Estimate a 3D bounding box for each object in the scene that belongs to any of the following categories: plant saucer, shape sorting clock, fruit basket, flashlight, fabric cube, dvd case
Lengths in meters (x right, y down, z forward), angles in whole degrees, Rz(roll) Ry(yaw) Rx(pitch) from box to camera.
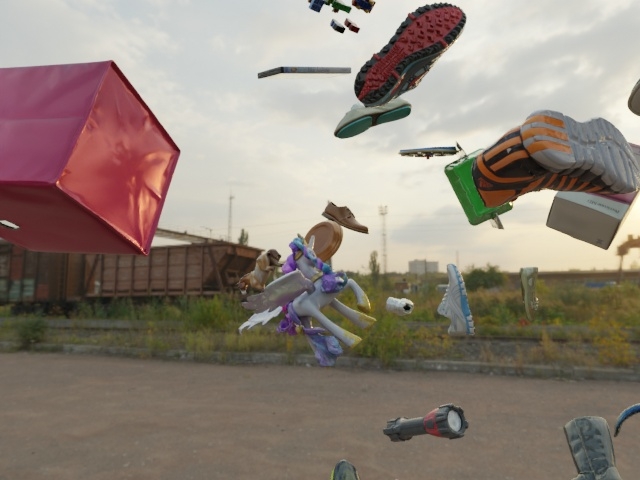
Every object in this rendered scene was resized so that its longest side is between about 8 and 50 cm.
[{"bbox_3d":[0.000,0.000,1.727,0.199,0.200,0.037,-6,-34,40],"label":"plant saucer"},{"bbox_3d":[0.373,-0.301,1.506,0.206,0.040,0.206,-4,10,1],"label":"shape sorting clock"},{"bbox_3d":[0.563,-0.192,1.533,0.165,0.327,0.353,-27,-5,22],"label":"fruit basket"},{"bbox_3d":[0.344,0.612,1.436,0.103,0.103,0.304,-44,0,-40],"label":"flashlight"},{"bbox_3d":[-0.455,-0.135,0.789,0.258,0.259,0.254,3,-26,12],"label":"fabric cube"},{"bbox_3d":[-0.053,-0.538,1.396,0.253,0.022,0.180,-12,19,-29],"label":"dvd case"}]

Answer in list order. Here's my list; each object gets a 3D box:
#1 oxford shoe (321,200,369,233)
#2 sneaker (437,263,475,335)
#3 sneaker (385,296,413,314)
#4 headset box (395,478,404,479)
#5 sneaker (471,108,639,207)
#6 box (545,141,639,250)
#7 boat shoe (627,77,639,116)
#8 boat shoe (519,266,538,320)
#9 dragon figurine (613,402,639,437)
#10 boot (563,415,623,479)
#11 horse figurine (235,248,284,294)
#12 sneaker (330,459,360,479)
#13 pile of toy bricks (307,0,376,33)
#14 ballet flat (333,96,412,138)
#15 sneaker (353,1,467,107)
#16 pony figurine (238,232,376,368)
[{"bbox_3d":[0.097,-0.085,1.606,0.212,0.076,0.076,30,8,29],"label":"oxford shoe"},{"bbox_3d":[0.340,0.156,1.125,0.082,0.191,0.071,-13,-8,15],"label":"sneaker"},{"bbox_3d":[0.253,0.204,1.306,0.061,0.054,0.152,8,-4,35],"label":"sneaker"},{"bbox_3d":[0.233,0.687,1.173,0.083,0.062,0.032,0,-6,22],"label":"headset box"},{"bbox_3d":[0.390,-0.125,0.748,0.321,0.125,0.180,9,-20,-27],"label":"sneaker"},{"bbox_3d":[0.678,-0.120,1.048,0.148,0.232,0.127,29,-22,32],"label":"box"},{"bbox_3d":[0.733,-0.363,0.793,0.095,0.112,0.335,-45,-8,-32],"label":"boat shoe"},{"bbox_3d":[0.581,0.147,1.194,0.048,0.153,0.056,-7,5,21],"label":"boat shoe"},{"bbox_3d":[0.655,0.283,0.720,0.289,0.085,0.144,-17,15,-1],"label":"dragon figurine"},{"bbox_3d":[0.603,0.519,1.018,0.189,0.076,0.208,-21,23,21],"label":"boot"},{"bbox_3d":[-0.196,0.122,1.533,0.066,0.263,0.174,0,39,-43],"label":"horse figurine"},{"bbox_3d":[0.111,0.744,1.206,0.111,0.121,0.300,9,28,-23],"label":"sneaker"},{"bbox_3d":[0.031,-0.624,1.117,0.212,0.105,0.118,-3,-40,-42],"label":"pile of toy bricks"},{"bbox_3d":[0.136,-0.353,1.211,0.248,0.086,0.086,-20,-1,-17],"label":"ballet flat"},{"bbox_3d":[0.185,-0.383,0.914,0.261,0.104,0.125,-36,-10,16],"label":"sneaker"},{"bbox_3d":[-0.043,0.184,1.267,0.351,0.363,0.303,-38,-7,-30],"label":"pony figurine"}]
